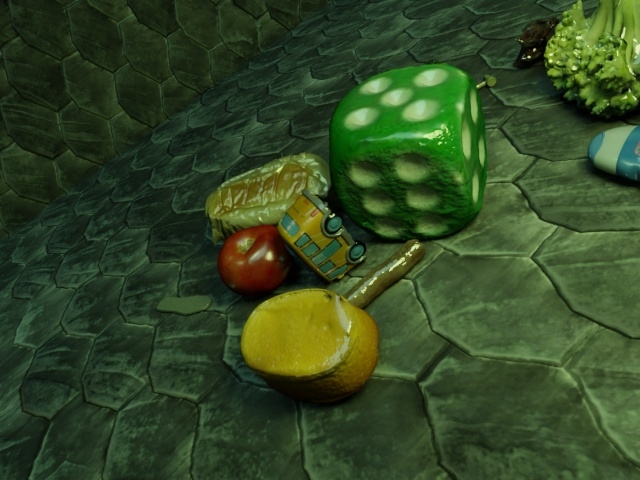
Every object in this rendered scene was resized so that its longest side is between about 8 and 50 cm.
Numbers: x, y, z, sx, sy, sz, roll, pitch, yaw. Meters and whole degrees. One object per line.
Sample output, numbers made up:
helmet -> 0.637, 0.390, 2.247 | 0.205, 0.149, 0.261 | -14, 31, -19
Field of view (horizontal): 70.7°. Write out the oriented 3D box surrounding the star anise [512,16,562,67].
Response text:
star anise -> 0.656, -0.570, 1.274 | 0.212, 0.129, 0.283 | -2, 37, 24

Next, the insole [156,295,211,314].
insole -> -0.370, 0.174, 1.215 | 0.191, 0.010, 0.063 | -5, 44, 31

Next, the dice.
dice -> 0.203, -0.191, 1.008 | 0.286, 0.297, 0.300 | 0, 47, 29

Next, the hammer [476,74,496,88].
hammer -> 0.427, -0.443, 1.360 | 0.195, 0.028, 0.060 | -27, 32, 7

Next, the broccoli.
broccoli -> 0.673, -0.455, 0.991 | 0.293, 0.281, 0.348 | -24, 47, 11

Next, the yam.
yam -> 0.124, 0.084, 0.953 | 0.241, 0.057, 0.057 | -39, 38, -8

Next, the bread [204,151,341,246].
bread -> -0.122, -0.104, 1.249 | 0.387, 0.183, 0.236 | -8, 57, 18

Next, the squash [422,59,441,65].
squash -> 0.329, -0.466, 1.405 | 0.087, 0.087, 0.332 | -6, 45, 29

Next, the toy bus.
toy bus -> 0.000, 0.000, 1.009 | 0.136, 0.209, 0.126 | -43, 39, -1

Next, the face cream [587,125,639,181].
face cream -> 0.648, -0.163, 0.847 | 0.149, 0.083, 0.263 | -44, 39, -22

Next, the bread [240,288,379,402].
bread -> -0.021, 0.194, 0.847 | 0.269, 0.143, 0.196 | -7, 55, 30

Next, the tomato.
tomato -> -0.155, 0.051, 1.105 | 0.194, 0.136, 0.195 | -16, 41, 15
